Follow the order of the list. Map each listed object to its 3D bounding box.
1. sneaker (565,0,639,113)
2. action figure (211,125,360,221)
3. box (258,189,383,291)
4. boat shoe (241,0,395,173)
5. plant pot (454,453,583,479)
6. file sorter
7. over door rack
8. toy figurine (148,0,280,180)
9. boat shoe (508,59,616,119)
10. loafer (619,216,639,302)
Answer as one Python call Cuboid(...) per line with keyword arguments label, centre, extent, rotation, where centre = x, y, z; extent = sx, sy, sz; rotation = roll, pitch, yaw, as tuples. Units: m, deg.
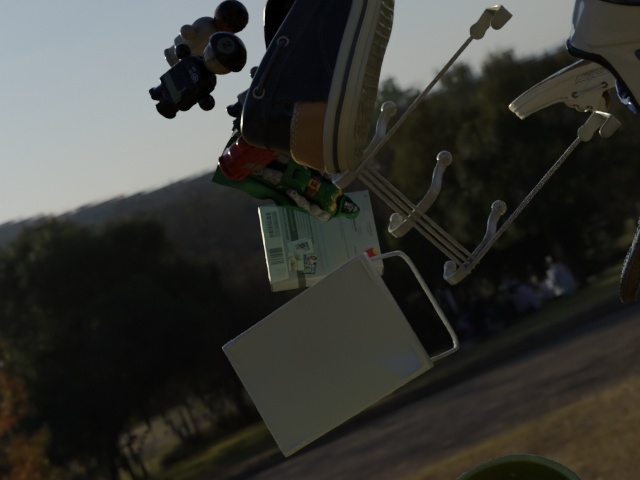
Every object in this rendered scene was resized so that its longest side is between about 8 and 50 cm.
Cuboid(label="sneaker", centre=(0.390, -0.219, 1.414), extent=(0.316, 0.182, 0.127), rotation=(3, 35, -10))
Cuboid(label="action figure", centre=(-0.039, -0.095, 2.073), extent=(0.063, 0.232, 0.137), rotation=(-22, 42, 63))
Cuboid(label="box", centre=(0.000, 0.000, 2.236), extent=(0.186, 0.145, 0.038), rotation=(-10, -25, -2))
Cuboid(label="boat shoe", centre=(0.009, -0.284, 1.715), extent=(0.156, 0.186, 0.500), rotation=(6, 48, 9))
Cuboid(label="plant pot", centre=(0.296, 0.446, 1.731), extent=(0.276, 0.276, 0.254), rotation=(-23, -40, 27))
Cuboid(label="file sorter", centre=(0.038, 0.164, 2.055), extent=(0.278, 0.192, 0.173), rotation=(-35, -10, 23))
Cuboid(label="over door rack", centre=(0.207, -0.129, 1.843), extent=(0.324, 0.239, 0.108), rotation=(-46, 18, 13))
Cuboid(label="toy figurine", centre=(-0.112, -0.215, 1.868), extent=(0.148, 0.213, 0.209), rotation=(-35, 24, 24))
Cuboid(label="boat shoe", centre=(0.441, -0.249, 2.214), extent=(0.277, 0.096, 0.098), rotation=(-25, 6, 30))
Cuboid(label="loafer", centre=(0.424, 0.018, 1.752), extent=(0.050, 0.148, 0.056), rotation=(17, 25, 8))
